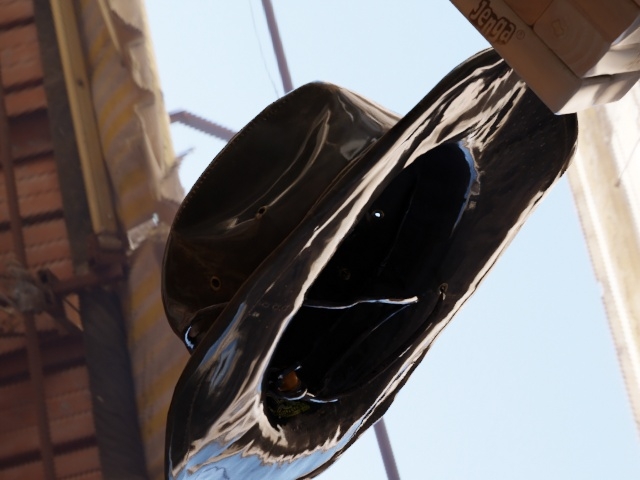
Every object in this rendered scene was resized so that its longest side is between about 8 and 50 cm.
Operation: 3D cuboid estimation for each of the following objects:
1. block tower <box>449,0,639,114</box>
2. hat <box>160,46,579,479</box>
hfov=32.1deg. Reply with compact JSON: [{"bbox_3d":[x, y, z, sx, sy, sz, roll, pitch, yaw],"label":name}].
[{"bbox_3d":[0.171,-0.198,0.369,0.091,0.335,0.097,-17,-118,-50],"label":"block tower"},{"bbox_3d":[0.000,0.000,0.660,0.331,0.331,0.134,-43,-116,-13],"label":"hat"}]
